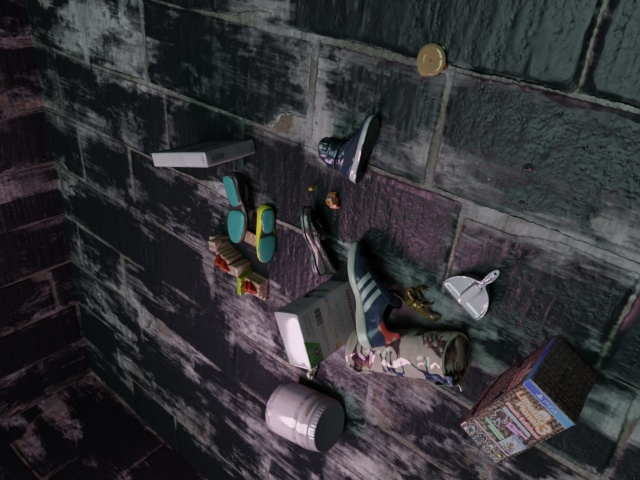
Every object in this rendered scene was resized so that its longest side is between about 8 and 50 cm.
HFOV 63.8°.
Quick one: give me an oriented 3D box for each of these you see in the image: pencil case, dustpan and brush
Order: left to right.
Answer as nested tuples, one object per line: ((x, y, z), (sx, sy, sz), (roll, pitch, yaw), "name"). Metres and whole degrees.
((0.272, 0.374, 1.659), (0.410, 0.160, 0.184), (-4, 91, 42), "pencil case")
((0.445, 0.135, 1.460), (0.147, 0.060, 0.211), (49, 134, 12), "dustpan and brush")

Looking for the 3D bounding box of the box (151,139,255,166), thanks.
((-0.432, -0.321, 1.893), (0.322, 0.232, 0.059), (9, 115, 39), "box")

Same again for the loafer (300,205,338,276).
((0.000, 0.000, 1.783), (0.084, 0.096, 0.268), (-3, 116, 21), "loafer")

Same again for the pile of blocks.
((-0.366, 0.125, 2.136), (0.362, 0.112, 0.149), (45, 133, 16), "pile of blocks")

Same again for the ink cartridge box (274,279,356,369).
((0.000, 0.281, 1.773), (0.117, 0.278, 0.201), (0, 110, 45), "ink cartridge box")

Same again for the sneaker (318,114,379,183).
((0.078, -0.302, 1.554), (0.163, 0.086, 0.226), (35, 131, 20), "sneaker")

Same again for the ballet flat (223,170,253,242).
((-0.305, -0.130, 1.968), (0.095, 0.096, 0.281), (15, 118, 31), "ballet flat")

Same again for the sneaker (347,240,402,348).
((0.181, 0.163, 1.643), (0.148, 0.131, 0.350), (-13, 76, 16), "sneaker")

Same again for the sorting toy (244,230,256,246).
((-0.291, -0.016, 2.071), (0.083, 0.012, 0.062), (26, 130, 26), "sorting toy")

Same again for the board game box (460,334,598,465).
((0.558, 0.430, 1.383), (0.141, 0.232, 0.291), (47, 133, 14), "board game box")

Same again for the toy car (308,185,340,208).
((0.008, -0.141, 1.727), (0.122, 0.040, 0.060), (21, 123, 33), "toy car")

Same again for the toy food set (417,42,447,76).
((0.290, -0.467, 1.333), (0.082, 0.020, 0.083), (16, 120, 35), "toy food set")

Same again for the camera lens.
((-0.069, 0.708, 2.079), (0.274, 0.219, 0.219), (11, 117, 38), "camera lens")

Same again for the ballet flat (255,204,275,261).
((-0.214, -0.032, 1.964), (0.077, 0.077, 0.231), (39, 132, 49), "ballet flat")

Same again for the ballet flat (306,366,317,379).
((-0.036, 0.525, 2.090), (0.041, 0.041, 0.114), (29, 127, 28), "ballet flat")

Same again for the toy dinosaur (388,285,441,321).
((0.284, 0.185, 1.625), (0.211, 0.064, 0.112), (35, 131, 25), "toy dinosaur")
